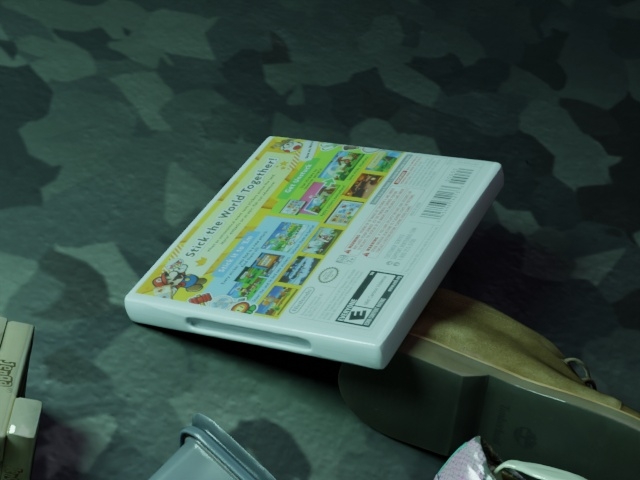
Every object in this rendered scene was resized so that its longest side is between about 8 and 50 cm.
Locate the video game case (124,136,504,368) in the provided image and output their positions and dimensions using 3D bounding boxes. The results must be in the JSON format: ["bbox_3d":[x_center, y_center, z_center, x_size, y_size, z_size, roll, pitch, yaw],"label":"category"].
[{"bbox_3d":[0.000,0.000,1.042,0.206,0.026,0.227,9,40,27],"label":"video game case"}]

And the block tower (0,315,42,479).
[{"bbox_3d":[-0.338,0.085,0.867,0.335,0.091,0.097,11,45,-7],"label":"block tower"}]

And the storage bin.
[{"bbox_3d":[-0.075,0.186,0.828,0.098,0.135,0.091,40,60,21],"label":"storage bin"}]

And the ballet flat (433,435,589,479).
[{"bbox_3d":[0.174,0.200,0.909,0.221,0.079,0.077,31,15,16],"label":"ballet flat"}]

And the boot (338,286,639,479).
[{"bbox_3d":[0.173,0.118,0.981,0.305,0.112,0.115,26,39,13],"label":"boot"}]
